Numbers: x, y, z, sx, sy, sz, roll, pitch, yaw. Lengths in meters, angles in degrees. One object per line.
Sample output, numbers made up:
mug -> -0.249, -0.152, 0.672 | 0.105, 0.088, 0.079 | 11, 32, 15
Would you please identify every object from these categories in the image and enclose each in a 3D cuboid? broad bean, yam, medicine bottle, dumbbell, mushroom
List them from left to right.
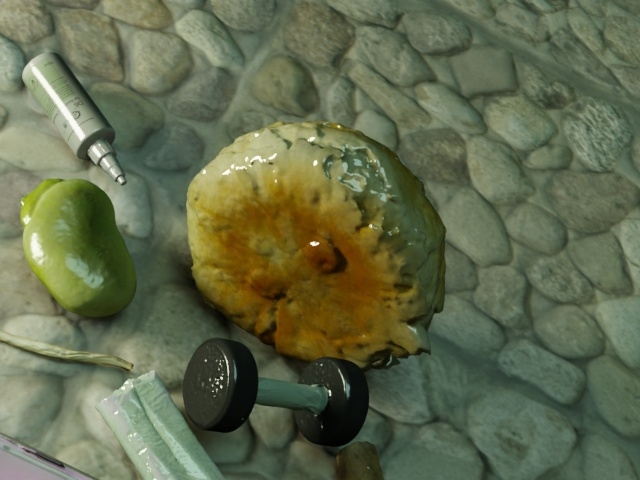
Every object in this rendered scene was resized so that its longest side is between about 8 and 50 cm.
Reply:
mushroom -> -0.336, 0.105, 1.805 | 0.286, 0.026, 0.028 | 13, 61, -22
broad bean -> -0.273, 0.004, 1.890 | 0.124, 0.082, 0.174 | 2, 48, -31
medicine bottle -> -0.289, -0.141, 2.039 | 0.058, 0.057, 0.199 | -17, 61, -40
dumbbell -> -0.048, 0.166, 1.827 | 0.191, 0.100, 0.100 | 13, 43, -38
yam -> 0.060, 0.321, 1.806 | 0.057, 0.057, 0.241 | 8, 45, -24

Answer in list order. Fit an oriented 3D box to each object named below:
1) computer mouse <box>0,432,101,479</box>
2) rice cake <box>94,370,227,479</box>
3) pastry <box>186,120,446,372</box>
computer mouse -> -0.246, 0.291, 1.634 | 0.310, 0.072, 0.158 | 27, 49, -9
rice cake -> -0.153, 0.237, 1.767 | 0.080, 0.042, 0.221 | -20, 63, -36
pastry -> 0.000, 0.000, 1.893 | 0.330, 0.329, 0.136 | 34, 43, 3
